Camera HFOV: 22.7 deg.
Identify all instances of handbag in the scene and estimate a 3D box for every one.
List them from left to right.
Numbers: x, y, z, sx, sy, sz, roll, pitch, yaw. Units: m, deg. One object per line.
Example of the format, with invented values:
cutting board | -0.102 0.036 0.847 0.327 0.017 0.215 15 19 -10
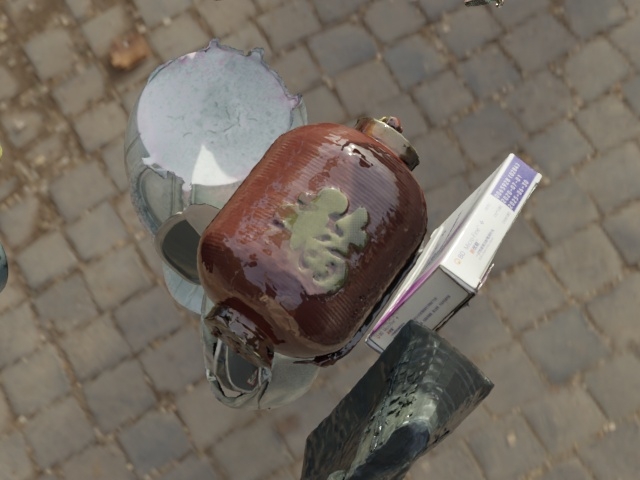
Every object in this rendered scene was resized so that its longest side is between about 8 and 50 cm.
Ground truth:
handbag | 0.035 0.181 1.283 0.089 0.270 0.175 38 38 0

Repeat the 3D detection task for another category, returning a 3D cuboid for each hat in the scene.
hat | -0.081 0.069 1.807 0.161 0.275 0.232 -27 46 -9

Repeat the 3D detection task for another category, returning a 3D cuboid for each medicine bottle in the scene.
medicine bottle | 0.143 0.022 1.692 0.052 0.171 0.201 38 50 -3

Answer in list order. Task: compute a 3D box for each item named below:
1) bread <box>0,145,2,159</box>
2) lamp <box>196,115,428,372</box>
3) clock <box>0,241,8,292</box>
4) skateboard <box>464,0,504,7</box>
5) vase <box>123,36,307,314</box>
bread | -0.280 -0.074 1.135 0.110 0.066 0.060 22 54 -18
lamp | 0.000 0.000 1.449 0.180 0.180 0.258 31 74 28
clock | -0.263 0.009 1.162 0.085 0.085 0.017 23 40 25
skateboard | 0.223 -0.345 2.084 0.064 0.032 0.083 3 69 56
vase | -0.129 -0.055 2.063 0.250 0.445 0.250 0 65 -1
